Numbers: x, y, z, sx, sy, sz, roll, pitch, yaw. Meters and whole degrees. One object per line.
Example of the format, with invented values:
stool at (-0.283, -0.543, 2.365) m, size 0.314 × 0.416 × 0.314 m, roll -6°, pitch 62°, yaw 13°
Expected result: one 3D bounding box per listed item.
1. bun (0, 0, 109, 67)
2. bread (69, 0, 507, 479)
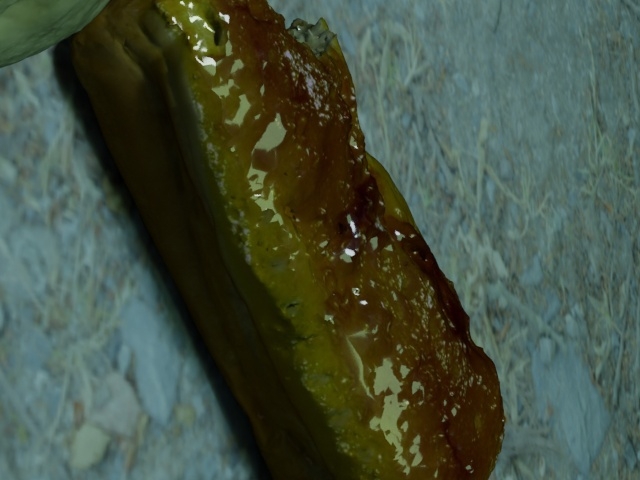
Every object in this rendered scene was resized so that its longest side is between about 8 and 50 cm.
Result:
bun at (-0.141, -0.197, 0.659) m, size 0.259 × 0.160 × 0.259 m, roll 18°, pitch 70°, yaw -59°
bread at (0.000, 0.000, 0.894) m, size 0.185 × 0.109 × 0.380 m, roll -53°, pitch 126°, yaw -49°
